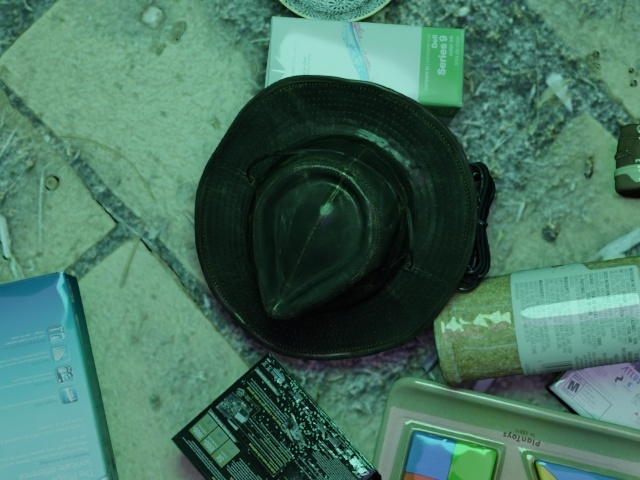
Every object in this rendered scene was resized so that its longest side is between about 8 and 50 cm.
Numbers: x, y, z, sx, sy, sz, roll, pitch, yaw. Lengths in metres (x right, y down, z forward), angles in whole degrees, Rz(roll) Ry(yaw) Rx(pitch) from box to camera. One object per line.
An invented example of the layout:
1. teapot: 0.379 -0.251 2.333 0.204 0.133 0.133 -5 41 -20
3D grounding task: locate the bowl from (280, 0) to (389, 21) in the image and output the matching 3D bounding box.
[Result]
1. bowl: 0.014 -0.321 1.691 0.170 0.080 0.170 0 86 -2

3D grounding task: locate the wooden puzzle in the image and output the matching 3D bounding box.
1. wooden puzzle: 0.195 0.350 1.627 0.322 0.080 0.347 13 86 7

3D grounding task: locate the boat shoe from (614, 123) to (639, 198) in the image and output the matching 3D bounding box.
1. boat shoe: 0.464 -0.102 1.687 0.258 0.095 0.095 0 80 -2

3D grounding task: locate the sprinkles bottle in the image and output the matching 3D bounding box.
1. sprinkles bottle: 0.303 0.079 1.613 0.356 0.121 0.121 -9 86 11

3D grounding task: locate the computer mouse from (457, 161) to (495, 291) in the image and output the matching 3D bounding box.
1. computer mouse: 0.068 -0.041 1.659 0.262 0.060 0.184 5 54 16

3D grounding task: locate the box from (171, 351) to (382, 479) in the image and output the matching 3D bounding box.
1. box: -0.046 0.240 1.627 0.147 0.077 0.180 -42 73 -5

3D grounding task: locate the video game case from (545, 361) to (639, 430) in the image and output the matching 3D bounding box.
1. video game case: 0.410 0.167 1.688 0.232 0.042 0.210 41 86 2

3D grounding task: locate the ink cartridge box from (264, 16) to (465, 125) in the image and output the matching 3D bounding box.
1. ink cartridge box: 0.045 -0.184 1.644 0.213 0.154 0.093 2 86 -2

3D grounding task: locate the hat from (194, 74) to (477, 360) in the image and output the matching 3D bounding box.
1. hat: 0.000 0.000 1.538 0.331 0.134 0.331 5 111 12

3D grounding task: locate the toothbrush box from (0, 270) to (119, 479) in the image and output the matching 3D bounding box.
1. toothbrush box: -0.345 0.199 1.613 0.216 0.126 0.295 -13 86 -3
